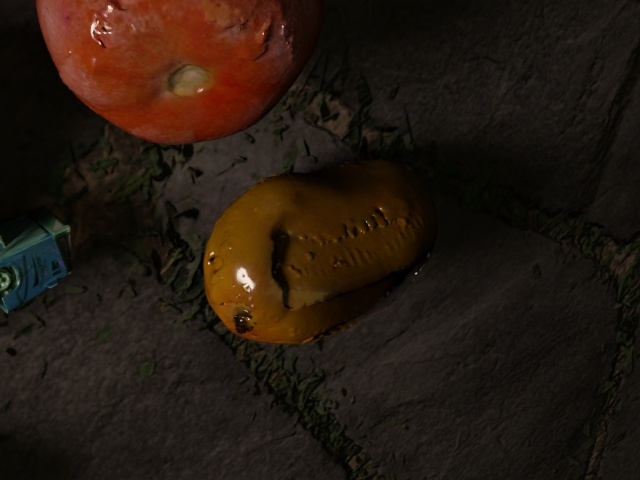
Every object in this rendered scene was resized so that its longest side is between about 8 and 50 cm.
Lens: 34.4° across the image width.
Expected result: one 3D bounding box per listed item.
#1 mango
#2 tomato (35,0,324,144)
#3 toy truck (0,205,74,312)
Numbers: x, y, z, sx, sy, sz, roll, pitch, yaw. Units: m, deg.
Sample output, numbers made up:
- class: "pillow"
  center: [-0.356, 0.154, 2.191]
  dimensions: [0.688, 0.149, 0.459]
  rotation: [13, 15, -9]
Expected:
- class: "mango"
  center: [0.000, 0.000, 0.953]
  dimensions: [0.248, 0.151, 0.156]
  rotation: [-29, 118, -28]
- class: "tomato"
  center: [-0.102, -0.181, 0.756]
  dimensions: [0.208, 0.185, 0.208]
  rotation: [-6, 147, -4]
- class: "toy truck"
  center: [-0.256, -0.035, 0.816]
  dimensions: [0.081, 0.067, 0.175]
  rotation: [-29, 125, -25]
